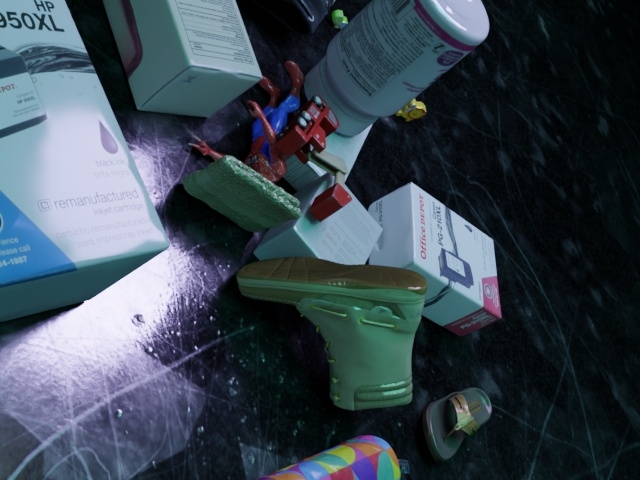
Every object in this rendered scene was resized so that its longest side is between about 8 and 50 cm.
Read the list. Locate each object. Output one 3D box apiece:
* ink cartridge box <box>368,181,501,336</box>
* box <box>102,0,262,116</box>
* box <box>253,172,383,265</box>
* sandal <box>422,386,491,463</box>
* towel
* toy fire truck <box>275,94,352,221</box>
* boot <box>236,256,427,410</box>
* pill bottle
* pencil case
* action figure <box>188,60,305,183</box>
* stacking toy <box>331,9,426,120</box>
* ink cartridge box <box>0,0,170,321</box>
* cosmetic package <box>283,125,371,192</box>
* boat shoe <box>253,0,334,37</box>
[{"bbox_3d":[0.197,0.035,1.606,0.237,0.100,0.172,31,45,-35],"label":"ink cartridge box"},{"bbox_3d":[-0.205,-0.310,1.335,0.148,0.127,0.232,-2,68,-51],"label":"box"},{"bbox_3d":[0.000,0.000,1.402,0.130,0.091,0.170,49,38,-14],"label":"box"},{"bbox_3d":[0.233,0.289,1.512,0.219,0.060,0.090,-12,76,-53],"label":"sandal"},{"bbox_3d":[-0.108,-0.060,1.299,0.148,0.110,0.027,36,50,-31],"label":"towel"},{"bbox_3d":[0.001,-0.125,1.373,0.135,0.047,0.192,49,31,-14],"label":"toy fire truck"},{"bbox_3d":[0.009,0.131,1.302,0.095,0.262,0.203,-79,173,-68],"label":"boot"},{"bbox_3d":[0.112,-0.297,1.472,0.160,0.283,0.160,27,45,-30],"label":"pill bottle"},{"bbox_3d":[0.012,0.321,1.197,0.236,0.104,0.104,-6,71,-50],"label":"pencil case"},{"bbox_3d":[-0.103,-0.182,1.404,0.139,0.091,0.280,42,39,-34],"label":"action figure"},{"bbox_3d":[0.111,-0.340,1.798,0.221,0.052,0.167,19,53,-42],"label":"stacking toy"},{"bbox_3d":[-0.374,-0.118,0.969,0.285,0.166,0.395,-15,78,-53],"label":"ink cartridge box"},{"bbox_3d":[0.011,-0.162,1.549,0.099,0.060,0.239,47,38,-17],"label":"cosmetic package"},{"bbox_3d":[-0.122,-0.450,1.543,0.340,0.127,0.113,31,72,-37],"label":"boat shoe"}]
